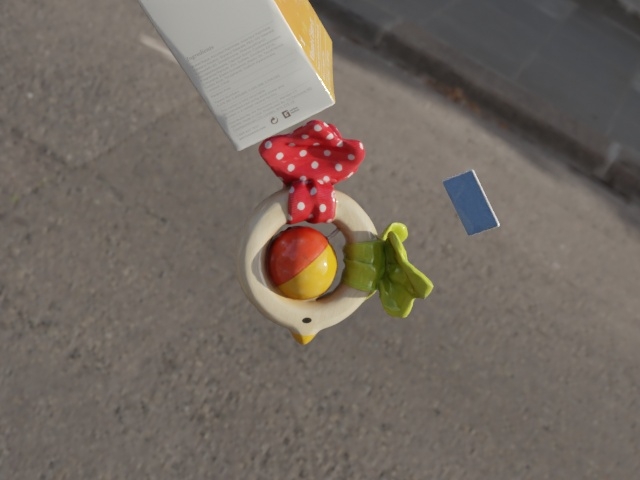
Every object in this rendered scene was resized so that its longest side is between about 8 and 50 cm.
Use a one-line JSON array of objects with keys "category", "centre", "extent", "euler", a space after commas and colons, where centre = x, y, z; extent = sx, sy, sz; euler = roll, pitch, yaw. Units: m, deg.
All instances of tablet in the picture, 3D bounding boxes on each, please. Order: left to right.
[{"category": "tablet", "centre": [0.196, -0.049, 1.571], "extent": [0.006, 0.054, 0.083], "euler": [-33, 99, -46]}]

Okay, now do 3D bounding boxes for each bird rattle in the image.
[{"category": "bird rattle", "centre": [0.000, 0.000, 1.338], "extent": [0.253, 0.207, 0.143], "euler": [51, -8, -25]}]

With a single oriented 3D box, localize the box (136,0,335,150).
[{"category": "box", "centre": [-0.131, -0.341, 1.722], "extent": [0.345, 0.168, 0.215], "euler": [57, 18, -30]}]
